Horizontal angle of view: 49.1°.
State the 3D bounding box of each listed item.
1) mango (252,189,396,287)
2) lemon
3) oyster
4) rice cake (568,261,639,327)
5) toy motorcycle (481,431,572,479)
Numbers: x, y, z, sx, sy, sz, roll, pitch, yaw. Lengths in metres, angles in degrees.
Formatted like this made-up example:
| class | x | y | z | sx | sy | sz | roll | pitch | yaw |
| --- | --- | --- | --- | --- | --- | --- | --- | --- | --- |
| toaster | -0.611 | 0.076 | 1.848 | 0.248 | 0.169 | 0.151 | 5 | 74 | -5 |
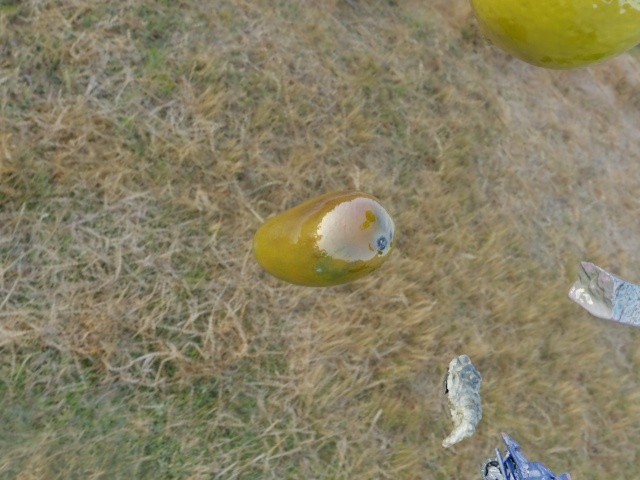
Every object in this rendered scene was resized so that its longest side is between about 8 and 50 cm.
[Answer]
| class | x | y | z | sx | sy | sz | roll | pitch | yaw |
| --- | --- | --- | --- | --- | --- | --- | --- | --- | --- |
| mango | 0.002 | 0.002 | 0.755 | 0.111 | 0.163 | 0.089 | -90 | 156 | -56 |
| lemon | 0.215 | -0.235 | 0.599 | 0.178 | 0.203 | 0.178 | 22 | 50 | -29 |
| oyster | 0.258 | 0.278 | 1.212 | 0.106 | 0.061 | 0.200 | 31 | 37 | -22 |
| rice cake | 0.423 | 0.088 | 0.901 | 0.365 | 0.056 | 0.072 | 15 | 11 | -45 |
| toy motorcycle | 0.394 | 0.452 | 1.291 | 0.205 | 0.114 | 0.076 | 33 | 4 | 40 |
